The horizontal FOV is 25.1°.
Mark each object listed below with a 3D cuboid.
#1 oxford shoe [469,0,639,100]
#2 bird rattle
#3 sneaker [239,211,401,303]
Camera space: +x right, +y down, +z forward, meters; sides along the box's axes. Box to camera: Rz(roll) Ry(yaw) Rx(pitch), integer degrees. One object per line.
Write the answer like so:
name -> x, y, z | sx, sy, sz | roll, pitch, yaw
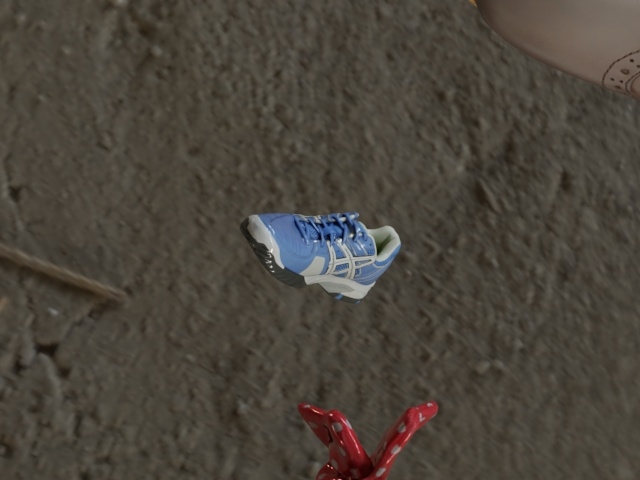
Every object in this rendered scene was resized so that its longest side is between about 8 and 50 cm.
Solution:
oxford shoe -> 0.222, -0.055, 0.508 | 0.363, 0.130, 0.133 | 11, 53, -5
bird rattle -> 0.031, 0.243, 1.032 | 0.254, 0.143, 0.207 | -65, 19, 14
sneaker -> 0.000, 0.000, 1.401 | 0.081, 0.211, 0.080 | -43, 62, 20
